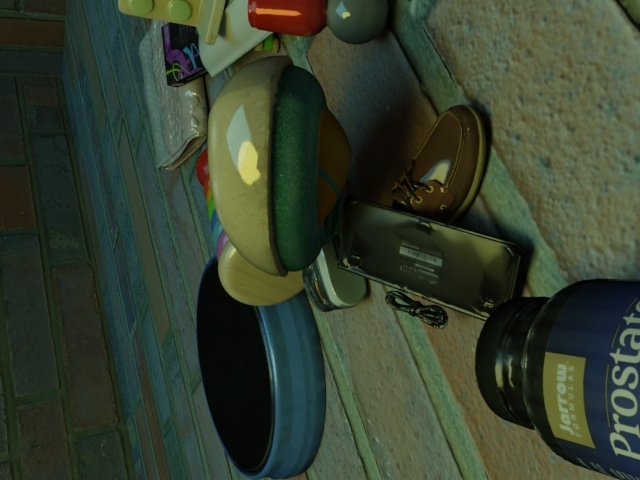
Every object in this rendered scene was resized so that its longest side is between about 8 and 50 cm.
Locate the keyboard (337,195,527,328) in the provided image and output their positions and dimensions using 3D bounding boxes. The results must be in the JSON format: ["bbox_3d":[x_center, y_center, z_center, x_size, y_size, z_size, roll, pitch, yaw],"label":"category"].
[{"bbox_3d":[0.095,0.027,0.568,0.180,0.023,0.108,19,118,32],"label":"keyboard"}]

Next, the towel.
[{"bbox_3d":[-0.321,-0.341,1.309,0.317,0.053,0.332,-18,80,61],"label":"towel"}]

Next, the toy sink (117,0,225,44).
[{"bbox_3d":[-0.221,-0.410,0.880,0.234,0.131,0.153,-114,35,-41],"label":"toy sink"}]

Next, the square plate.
[{"bbox_3d":[-0.125,-0.447,0.889,0.344,0.049,0.347,4,92,63],"label":"square plate"}]

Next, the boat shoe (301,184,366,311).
[{"bbox_3d":[0.000,0.000,0.768,0.083,0.065,0.183,-30,69,60],"label":"boat shoe"}]

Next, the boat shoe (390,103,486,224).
[{"bbox_3d":[0.101,-0.044,0.579,0.064,0.060,0.178,55,140,42],"label":"boat shoe"}]

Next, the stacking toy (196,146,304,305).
[{"bbox_3d":[-0.116,-0.051,0.930,0.330,0.141,0.141,-121,37,-50],"label":"stacking toy"}]

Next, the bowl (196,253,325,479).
[{"bbox_3d":[-0.118,0.198,1.011,0.391,0.077,0.391,17,109,59],"label":"bowl"}]

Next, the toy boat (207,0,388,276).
[{"bbox_3d":[-0.015,-0.128,0.613,0.267,0.148,0.318,80,-165,-73],"label":"toy boat"}]

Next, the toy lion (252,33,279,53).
[{"bbox_3d":[-0.085,-0.328,0.905,0.096,0.034,0.100,-118,35,-48],"label":"toy lion"}]

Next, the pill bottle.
[{"bbox_3d":[0.201,0.084,0.356,0.219,0.122,0.123,-6,90,61],"label":"pill bottle"}]

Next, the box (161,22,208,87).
[{"bbox_3d":[-0.232,-0.359,1.115,0.162,0.029,0.116,-8,88,41],"label":"box"}]
